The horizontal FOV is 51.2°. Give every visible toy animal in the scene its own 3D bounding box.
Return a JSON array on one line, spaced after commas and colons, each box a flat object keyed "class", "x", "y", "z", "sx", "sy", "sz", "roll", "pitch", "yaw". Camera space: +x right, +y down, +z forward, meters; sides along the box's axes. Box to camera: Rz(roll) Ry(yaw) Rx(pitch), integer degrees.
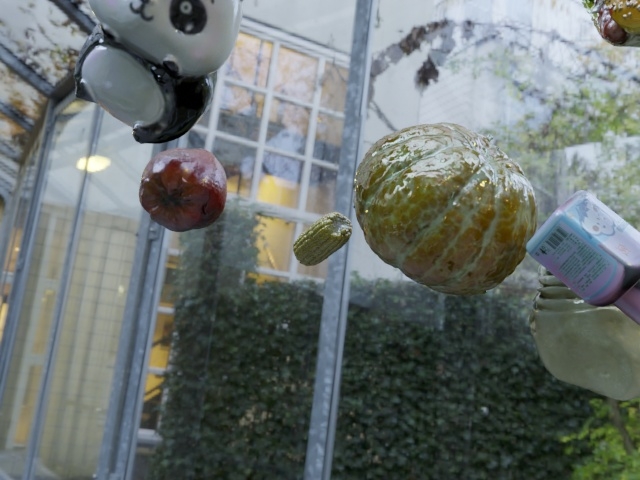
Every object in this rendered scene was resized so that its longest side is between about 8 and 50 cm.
[{"class": "toy animal", "x": -0.255, "y": -0.341, "z": 1.075, "sx": 0.251, "sy": 0.251, "sz": 0.310, "roll": 14, "pitch": -50, "yaw": -29}]

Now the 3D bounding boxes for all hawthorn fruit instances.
[{"class": "hawthorn fruit", "x": -0.265, "y": -0.100, "z": 1.295, "sx": 0.173, "sy": 0.173, "sz": 0.179, "roll": 14, "pitch": 18, "yaw": -29}]

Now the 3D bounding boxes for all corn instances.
[{"class": "corn", "x": 0.000, "y": 0.000, "z": 1.400, "sx": 0.080, "sy": 0.080, "sz": 0.238, "roll": 11, "pitch": -19, "yaw": -15}]

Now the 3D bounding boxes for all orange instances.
[{"class": "orange", "x": 0.215, "y": -0.063, "z": 1.152, "sx": 0.329, "sy": 0.329, "sz": 0.249, "roll": 16, "pitch": -56, "yaw": -36}]

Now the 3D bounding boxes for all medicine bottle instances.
[{"class": "medicine bottle", "x": 0.403, "y": 0.027, "z": 0.947, "sx": 0.119, "sy": 0.188, "sz": 0.094, "roll": -29, "pitch": -24, "yaw": -45}]

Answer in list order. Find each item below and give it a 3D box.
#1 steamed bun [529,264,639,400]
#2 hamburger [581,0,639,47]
[{"class": "steamed bun", "x": 0.490, "y": 0.100, "z": 1.146, "sx": 0.289, "sy": 0.203, "sz": 0.276, "roll": -31, "pitch": 32, "yaw": -34}, {"class": "hamburger", "x": 0.443, "y": -0.359, "z": 0.910, "sx": 0.116, "sy": 0.210, "sz": 0.173, "roll": 25, "pitch": -35, "yaw": -31}]
